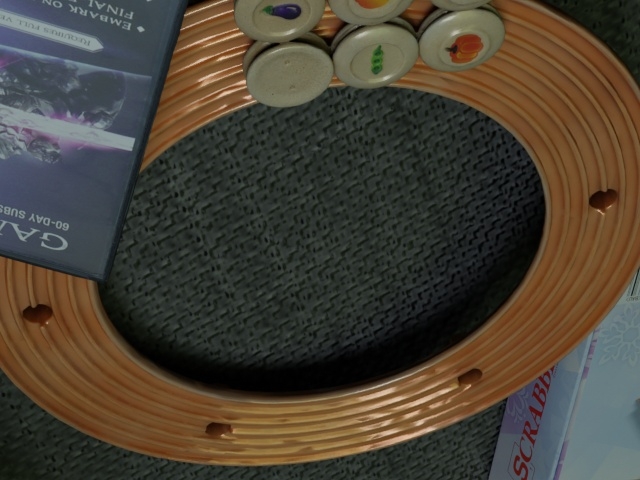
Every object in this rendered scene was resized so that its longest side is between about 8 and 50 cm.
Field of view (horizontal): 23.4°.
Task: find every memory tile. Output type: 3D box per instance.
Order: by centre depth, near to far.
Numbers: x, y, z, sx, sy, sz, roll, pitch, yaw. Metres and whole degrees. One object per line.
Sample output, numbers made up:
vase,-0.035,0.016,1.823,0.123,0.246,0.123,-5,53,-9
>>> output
memory tile,0.022,-0.109,0.590,0.113,0.012,0.148,-9,145,-6

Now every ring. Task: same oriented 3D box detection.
ring,0.000,0.000,0.746,0.337,0.032,0.336,-7,137,-7

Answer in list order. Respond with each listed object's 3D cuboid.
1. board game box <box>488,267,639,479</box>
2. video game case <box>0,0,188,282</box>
board game box,0.265,0.103,0.966,0.319,0.066,0.318,-5,124,-22
video game case,-0.147,-0.094,0.555,0.196,0.026,0.274,16,142,-7
